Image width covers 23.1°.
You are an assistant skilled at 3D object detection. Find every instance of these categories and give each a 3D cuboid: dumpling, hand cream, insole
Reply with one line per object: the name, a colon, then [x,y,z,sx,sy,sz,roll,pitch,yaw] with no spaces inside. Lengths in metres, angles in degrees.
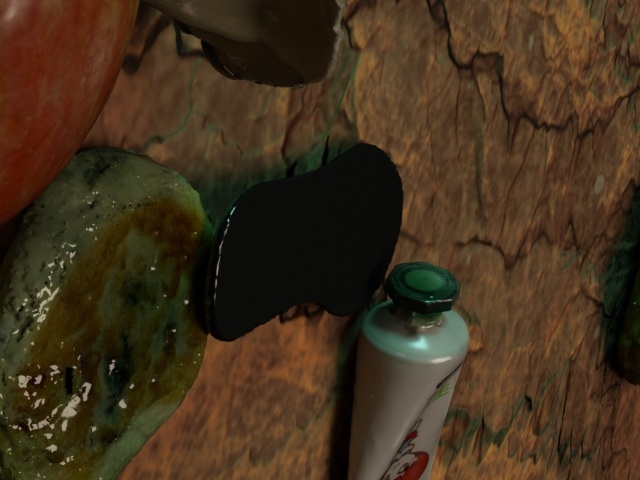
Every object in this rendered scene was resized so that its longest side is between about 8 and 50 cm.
dumpling: [-0.038,-0.172,0.693,0.142,0.172,0.247,-23,121,-23]
hand cream: [0.054,0.170,1.160,0.121,0.076,0.336,-37,142,-49]
insole: [0.000,0.000,0.973,0.348,0.009,0.119,-17,117,-70]

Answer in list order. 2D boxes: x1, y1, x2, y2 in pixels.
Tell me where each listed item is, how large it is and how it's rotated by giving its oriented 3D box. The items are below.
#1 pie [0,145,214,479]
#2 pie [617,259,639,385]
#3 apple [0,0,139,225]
pie: [-0.109,0.046,0.786,0.187,0.041,0.187,-41,138,-51]
pie: [0.421,0.039,1.786,0.355,0.103,0.288,37,68,-67]
apple: [-0.147,-0.088,0.480,0.188,0.188,0.174,-35,140,-54]
